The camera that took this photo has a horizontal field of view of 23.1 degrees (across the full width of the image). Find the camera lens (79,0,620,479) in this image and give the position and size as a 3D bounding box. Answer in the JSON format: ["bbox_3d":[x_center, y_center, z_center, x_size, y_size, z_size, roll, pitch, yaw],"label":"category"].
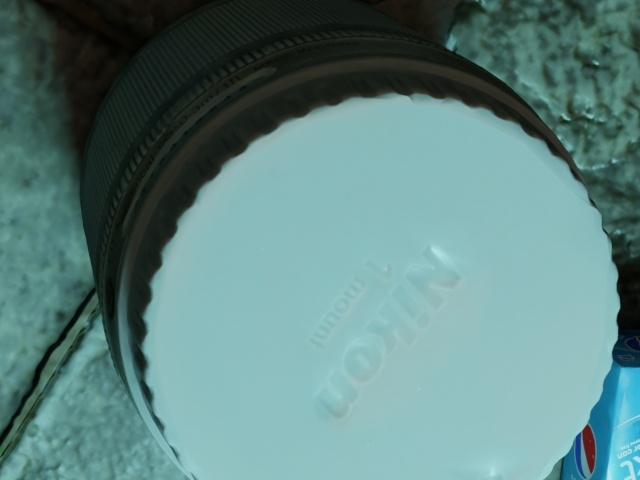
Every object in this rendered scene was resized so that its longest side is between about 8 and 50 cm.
[{"bbox_3d":[0.000,0.000,0.749,0.219,0.274,0.219,-3,106,-11],"label":"camera lens"}]

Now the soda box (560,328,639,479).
[{"bbox_3d":[0.186,0.162,0.942,0.067,0.071,0.210,0,105,-12],"label":"soda box"}]
